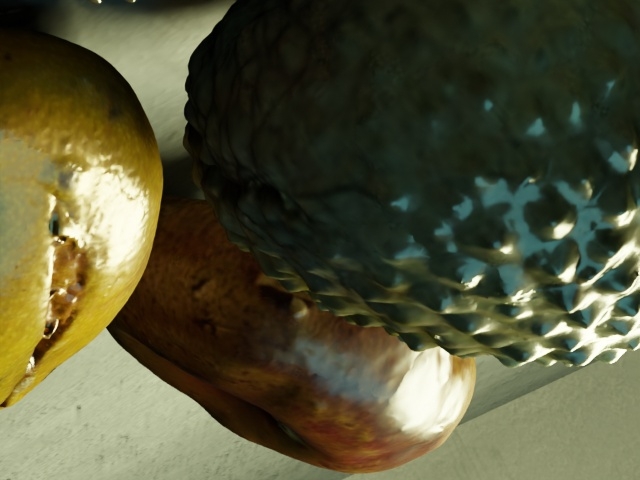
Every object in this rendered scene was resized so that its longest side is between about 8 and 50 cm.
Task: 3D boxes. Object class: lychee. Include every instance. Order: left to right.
[{"bbox_3d":[0.071,-0.055,0.893,0.255,0.274,0.255,-34,-164,11],"label":"lychee"}]

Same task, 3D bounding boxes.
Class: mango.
[{"bbox_3d":[-0.161,0.004,0.926,0.177,0.120,0.295,-21,165,-29],"label":"mango"}]

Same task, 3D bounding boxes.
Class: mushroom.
[{"bbox_3d":[-0.014,0.034,1.191,0.267,0.267,0.254,-43,-167,47],"label":"mushroom"}]

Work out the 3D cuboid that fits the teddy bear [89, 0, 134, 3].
[{"bbox_3d":[-0.011,-0.153,0.638,0.190,0.177,0.140,-32,120,16],"label":"teddy bear"}]
